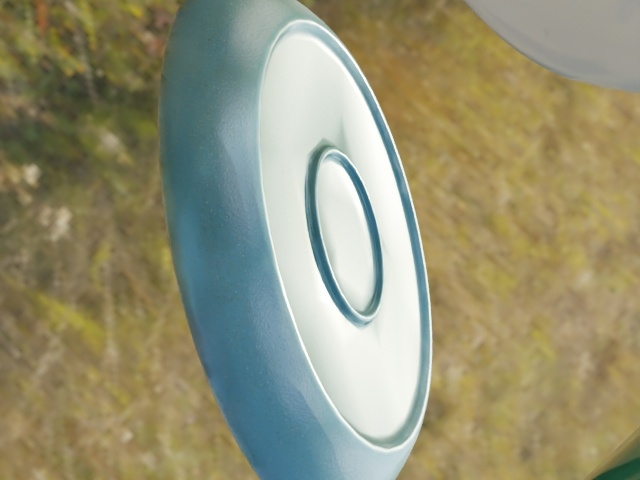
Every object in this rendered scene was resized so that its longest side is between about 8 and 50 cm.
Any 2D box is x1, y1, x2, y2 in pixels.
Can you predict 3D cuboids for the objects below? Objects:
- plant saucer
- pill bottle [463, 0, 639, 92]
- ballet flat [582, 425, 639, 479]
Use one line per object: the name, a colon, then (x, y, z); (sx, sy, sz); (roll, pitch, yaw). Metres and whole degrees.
plant saucer: (0.000, 0.000, 1.026); (0.043, 0.318, 0.317); (-13, 171, 21)
pill bottle: (0.209, -0.184, 0.628); (0.361, 0.204, 0.204); (-20, 148, -38)
ballet flat: (0.087, 0.112, 0.481); (0.348, 0.123, 0.123); (-28, 154, -30)
